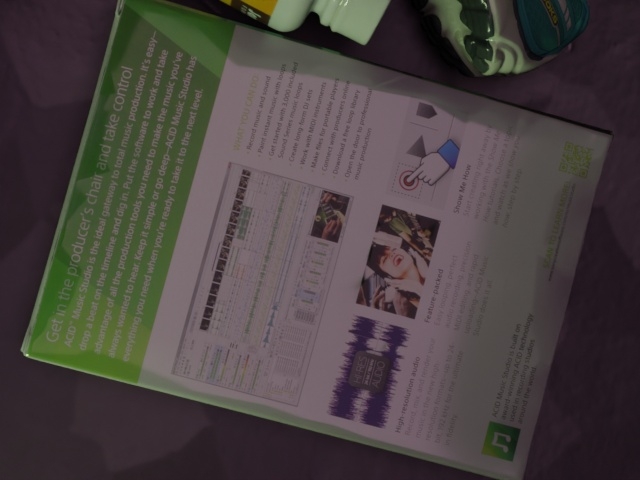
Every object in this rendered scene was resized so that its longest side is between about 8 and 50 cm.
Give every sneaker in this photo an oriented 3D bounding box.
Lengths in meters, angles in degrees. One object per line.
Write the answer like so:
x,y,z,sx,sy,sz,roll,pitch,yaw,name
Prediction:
0.095,-0.240,0.988,0.110,0.107,0.275,-19,97,-28,sneaker

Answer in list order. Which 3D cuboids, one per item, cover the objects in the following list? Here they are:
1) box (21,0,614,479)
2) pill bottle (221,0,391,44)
0.000,0.000,0.978,0.322,0.058,0.232,16,87,-9,box
-0.048,-0.203,0.935,0.215,0.117,0.117,28,85,-3,pill bottle
